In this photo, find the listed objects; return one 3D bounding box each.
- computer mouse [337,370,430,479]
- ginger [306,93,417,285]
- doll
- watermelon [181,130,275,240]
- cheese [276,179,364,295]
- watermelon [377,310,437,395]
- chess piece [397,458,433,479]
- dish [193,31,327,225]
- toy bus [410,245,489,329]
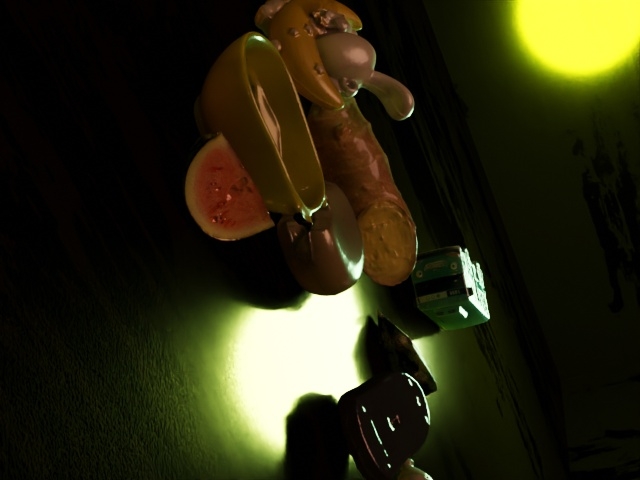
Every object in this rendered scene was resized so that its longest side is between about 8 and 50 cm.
[{"bbox_3d":[0.083,0.281,1.843,0.137,0.086,0.270,65,24,1],"label":"computer mouse"},{"bbox_3d":[0.066,-0.090,2.054,0.190,0.126,0.354,86,-16,-75],"label":"ginger"},{"bbox_3d":[0.012,-0.299,1.986,0.252,0.111,0.237,3,50,-35],"label":"doll"},{"bbox_3d":[-0.132,-0.064,1.493,0.069,0.087,0.163,45,-14,50],"label":"watermelon"},{"bbox_3d":[0.000,0.000,1.831,0.202,0.091,0.175,-43,114,-73],"label":"cheese"},{"bbox_3d":[0.162,0.223,2.242,0.245,0.063,0.119,56,10,-46],"label":"watermelon"},{"bbox_3d":[0.172,0.469,1.946,0.139,0.139,0.271,53,14,-51],"label":"chess piece"},{"bbox_3d":[-0.089,-0.138,1.628,0.221,0.108,0.262,-55,125,-70],"label":"dish"},{"bbox_3d":[0.277,0.105,2.604,0.256,0.128,0.147,38,40,-67],"label":"toy bus"}]
